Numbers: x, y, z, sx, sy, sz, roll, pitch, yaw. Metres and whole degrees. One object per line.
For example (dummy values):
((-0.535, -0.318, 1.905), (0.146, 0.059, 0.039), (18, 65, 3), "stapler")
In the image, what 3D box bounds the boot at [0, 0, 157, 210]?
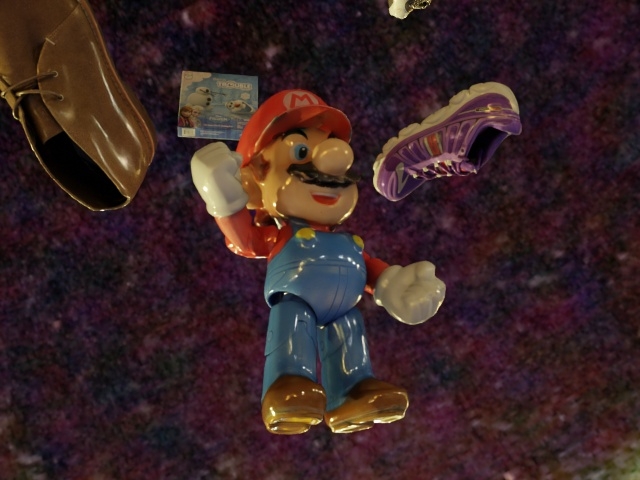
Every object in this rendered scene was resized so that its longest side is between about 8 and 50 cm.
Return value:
((-0.257, -0.157, 0.784), (0.112, 0.115, 0.305), (-22, 126, 17), "boot")

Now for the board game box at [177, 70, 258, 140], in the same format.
((-0.119, -0.158, 0.984), (0.090, 0.090, 0.020), (2, 144, -7), "board game box")

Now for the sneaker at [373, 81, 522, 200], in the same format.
((0.121, -0.086, 0.828), (0.068, 0.071, 0.170), (13, 141, -44), "sneaker")

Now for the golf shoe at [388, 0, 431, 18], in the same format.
((0.127, -0.359, 1.109), (0.198, 0.077, 0.093), (-53, 160, -46), "golf shoe")

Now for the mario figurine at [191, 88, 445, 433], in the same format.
((0.000, 0.000, 0.752), (0.170, 0.320, 0.198), (-17, 157, 19), "mario figurine")
